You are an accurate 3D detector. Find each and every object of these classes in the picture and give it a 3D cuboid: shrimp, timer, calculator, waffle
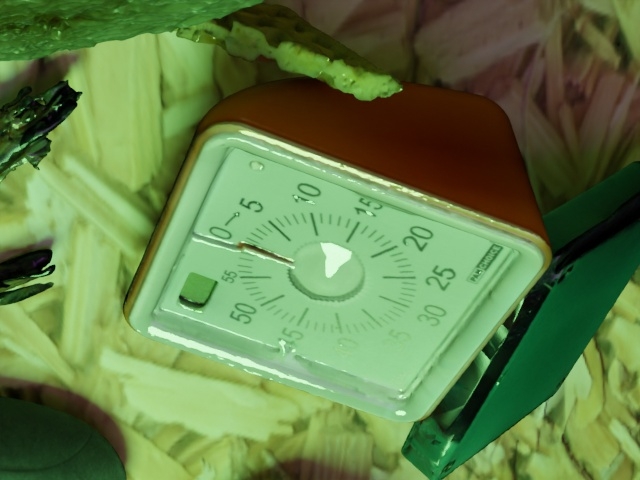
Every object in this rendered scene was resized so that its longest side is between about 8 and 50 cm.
[{"bbox_3d":[-0.237,-0.022,1.037,0.219,0.046,0.152,-38,128,12],"label":"shrimp"},{"bbox_3d":[0.000,0.000,1.047,0.250,0.161,0.257,8,142,-19],"label":"timer"},{"bbox_3d":[0.184,0.063,1.193,0.248,0.058,0.274,-26,148,-46],"label":"calculator"},{"bbox_3d":[-0.040,-0.131,0.946,0.125,0.191,0.032,7,107,-26],"label":"waffle"}]

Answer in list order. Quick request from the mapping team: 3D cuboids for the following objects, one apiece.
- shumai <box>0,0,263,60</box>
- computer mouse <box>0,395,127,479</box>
[{"bbox_3d":[-0.167,-0.255,0.844,0.309,0.304,0.263,-9,92,-14],"label":"shumai"},{"bbox_3d":[-0.324,0.209,1.129,0.371,0.122,0.188,18,115,-28],"label":"computer mouse"}]
